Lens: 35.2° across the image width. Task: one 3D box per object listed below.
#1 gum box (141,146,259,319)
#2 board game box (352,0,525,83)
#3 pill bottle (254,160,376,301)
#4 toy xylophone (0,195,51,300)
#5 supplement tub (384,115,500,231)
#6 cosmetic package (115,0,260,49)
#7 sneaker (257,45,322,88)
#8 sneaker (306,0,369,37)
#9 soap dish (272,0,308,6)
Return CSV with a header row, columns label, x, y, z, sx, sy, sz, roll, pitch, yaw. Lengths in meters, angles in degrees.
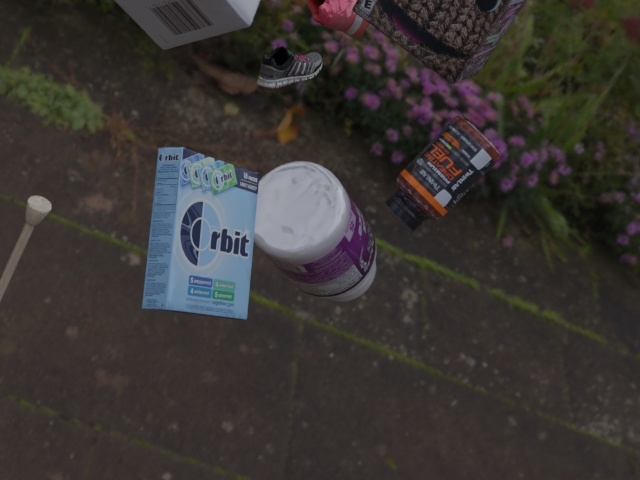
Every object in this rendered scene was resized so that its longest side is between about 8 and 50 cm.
label,x,y,z,sx,sy,sz,roll,pitch,yaw
gum box,-0.138,-0.004,1.191,0.157,0.041,0.185,14,79,-58
board game box,0.236,-0.460,1.728,0.232,0.291,0.141,38,31,11
pill bottle,0.000,0.000,1.694,0.169,0.169,0.301,59,4,26
toy xylophone,-0.465,-0.024,1.197,0.236,0.323,0.081,23,36,-28
supplement tub,0.200,-0.107,1.691,0.106,0.198,0.106,43,6,-5
cosmetic package,-0.197,-0.602,1.919,0.161,0.230,0.453,45,51,-41
sneaker,-0.061,-0.375,2.116,0.170,0.075,0.063,-25,44,-34
sneaker,0.005,-0.563,2.054,0.136,0.116,0.314,-2,64,-36
soap dish,-0.111,-0.477,1.397,0.290,0.118,0.229,16,52,-59
